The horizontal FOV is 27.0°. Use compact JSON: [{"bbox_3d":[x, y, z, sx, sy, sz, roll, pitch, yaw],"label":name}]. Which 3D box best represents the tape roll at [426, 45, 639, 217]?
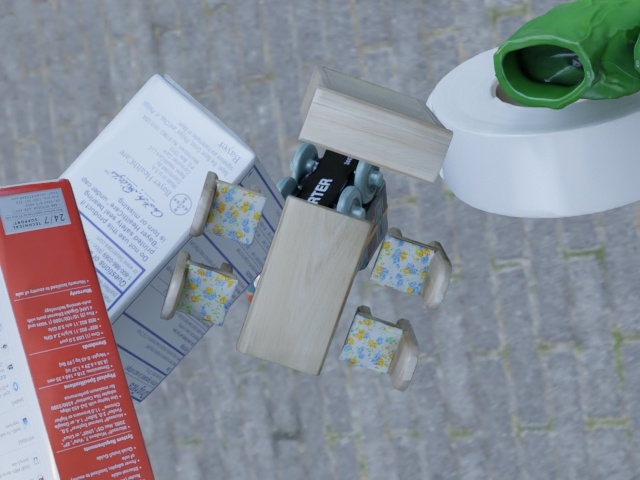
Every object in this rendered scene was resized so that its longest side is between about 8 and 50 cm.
[{"bbox_3d":[0.264,-0.133,1.442,0.286,0.286,0.100,8,125,36],"label":"tape roll"}]

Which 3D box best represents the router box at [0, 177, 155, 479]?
[{"bbox_3d":[-0.285,0.141,1.136,0.335,0.082,0.301,-24,81,49],"label":"router box"}]

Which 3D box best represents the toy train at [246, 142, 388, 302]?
[{"bbox_3d":[0.000,0.000,1.863,0.142,0.334,0.190,8,130,21],"label":"toy train"}]

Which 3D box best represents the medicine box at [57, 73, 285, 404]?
[{"bbox_3d":[-0.186,0.010,1.428,0.149,0.263,0.289,41,84,17],"label":"medicine box"}]

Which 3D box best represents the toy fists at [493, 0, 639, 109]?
[{"bbox_3d":[0.305,-0.180,1.238,0.279,0.142,0.096,1,121,42],"label":"toy fists"}]

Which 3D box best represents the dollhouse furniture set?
[{"bbox_3d":[0.005,-0.004,1.069,0.212,0.161,0.242,18,102,-7],"label":"dollhouse furniture set"}]
